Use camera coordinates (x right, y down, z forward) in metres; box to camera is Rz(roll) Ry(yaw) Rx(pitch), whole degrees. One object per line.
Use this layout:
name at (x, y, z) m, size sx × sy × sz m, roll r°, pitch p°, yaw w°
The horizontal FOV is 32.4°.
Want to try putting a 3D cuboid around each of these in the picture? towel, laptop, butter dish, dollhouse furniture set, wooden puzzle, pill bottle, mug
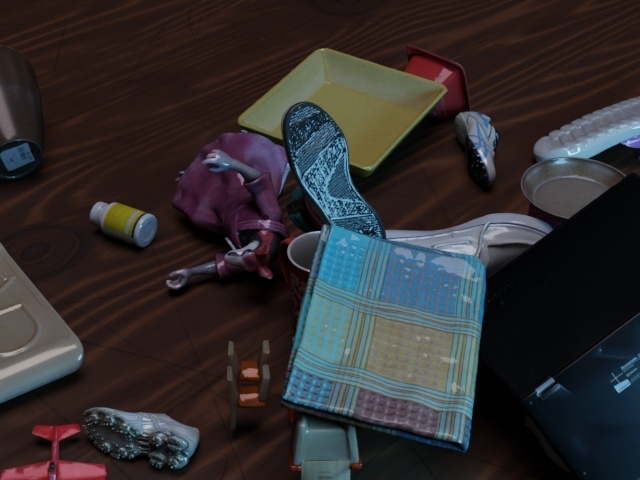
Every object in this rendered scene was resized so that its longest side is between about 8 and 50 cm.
towel at (0.102, 0.127, 1.611) m, size 0.272 × 0.040 × 0.370 m, roll 13°, pitch 42°, yaw 1°
laptop at (0.459, 0.158, 1.611) m, size 0.382 × 0.236 × 0.408 m, roll -37°, pitch 86°, yaw 0°
butter dish at (0.236, -0.326, 2.423) m, size 0.160 × 0.159 × 0.118 m, roll 28°, pitch 66°, yaw 31°
dollhouse furniture set at (-0.006, 0.257, 1.632) m, size 0.262 × 0.135 × 0.259 m, roll -1°, pitch 25°, yaw -4°
wooden puzzle at (-0.593, 0.158, 1.761) m, size 0.322 × 0.080 × 0.348 m, roll -22°, pitch 47°, yaw -29°
pill bottle at (-0.366, -0.033, 2.038) m, size 0.116 × 0.065 × 0.065 m, roll 18°, pitch 39°, yaw 21°
mug at (-0.002, 0.075, 1.814) m, size 0.113 × 0.169 × 0.150 m, roll -7°, pitch 36°, yaw -11°

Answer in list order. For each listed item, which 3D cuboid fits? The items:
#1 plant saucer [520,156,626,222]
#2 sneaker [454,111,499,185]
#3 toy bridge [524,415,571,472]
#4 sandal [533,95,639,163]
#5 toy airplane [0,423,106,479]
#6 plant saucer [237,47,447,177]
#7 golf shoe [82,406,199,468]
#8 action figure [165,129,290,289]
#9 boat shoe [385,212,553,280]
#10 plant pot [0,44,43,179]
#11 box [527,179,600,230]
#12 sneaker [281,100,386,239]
plant saucer at (0.454, -0.081, 1.953) m, size 0.199 × 0.036 × 0.198 m, roll -1°, pitch 37°, yaw 1°
sneaker at (0.335, -0.196, 2.276) m, size 0.086 × 0.085 × 0.237 m, roll -5°, pitch 37°, yaw -1°
toy bridge at (0.376, 0.313, 1.622) m, size 0.063 × 0.026 × 0.188 m, roll -30°, pitch 46°, yaw -33°
sandal at (0.644, -0.222, 2.324) m, size 0.417 × 0.102 × 0.169 m, roll -18°, pitch 24°, yaw -5°
toy airplane at (-0.381, 0.314, 1.586) m, size 0.151 × 0.028 × 0.151 m, roll 3°, pitch 36°, yaw -2°
plant saucer at (0.049, -0.258, 2.330) m, size 0.333 × 0.081 × 0.333 m, roll 22°, pitch 48°, yaw 25°
golf shoe at (-0.261, 0.282, 1.623) m, size 0.176 × 0.069 × 0.086 m, roll 17°, pitch 20°, yaw 14°
action figure at (-0.133, -0.031, 1.988) m, size 0.276 × 0.248 × 0.370 m, roll 14°, pitch 26°, yaw -32°
boat shoe at (0.234, 0.049, 1.891) m, size 0.367 × 0.135 × 0.156 m, roll -3°, pitch 36°, yaw -1°
plant pot at (-0.645, -0.239, 2.217) m, size 0.215 × 0.215 × 0.230 m, roll -16°, pitch 53°, yaw -23°
box at (0.508, -0.005, 1.985) m, size 0.128 × 0.122 × 0.257 m, roll -27°, pitch 45°, yaw -32°
sneaker at (-0.003, -0.104, 1.870) m, size 0.124 × 0.295 × 0.178 m, roll -32°, pitch 20°, yaw -17°
